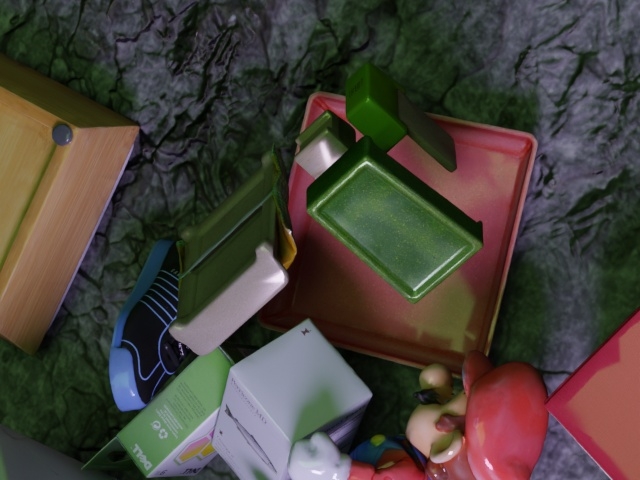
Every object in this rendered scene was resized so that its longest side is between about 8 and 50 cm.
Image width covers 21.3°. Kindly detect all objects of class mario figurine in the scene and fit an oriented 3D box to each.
[{"bbox_3d":[0.074,0.199,1.656,0.320,0.198,0.170,-33,104,18],"label":"mario figurine"}]

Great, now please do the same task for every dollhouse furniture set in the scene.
[{"bbox_3d":[0.000,0.000,1.710,0.151,0.197,0.301,38,116,-22],"label":"dollhouse furniture set"}]

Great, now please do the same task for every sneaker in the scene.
[{"bbox_3d":[-0.152,0.082,1.791,0.090,0.081,0.232,-2,45,19],"label":"sneaker"}]

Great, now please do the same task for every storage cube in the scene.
[{"bbox_3d":[0.353,0.150,1.570,0.193,0.183,0.215,-47,70,13],"label":"storage cube"}]

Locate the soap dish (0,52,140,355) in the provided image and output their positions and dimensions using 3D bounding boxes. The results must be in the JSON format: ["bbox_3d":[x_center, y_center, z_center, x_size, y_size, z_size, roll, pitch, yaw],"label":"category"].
[{"bbox_3d":[-0.364,-0.049,1.924,0.229,0.118,0.291,28,97,22],"label":"soap dish"}]

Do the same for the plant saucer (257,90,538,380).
[{"bbox_3d":[0.083,-0.006,1.772,0.259,0.048,0.258,13,90,22],"label":"plant saucer"}]

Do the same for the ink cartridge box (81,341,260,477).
[{"bbox_3d":[-0.143,0.199,1.811,0.209,0.109,0.062,-44,70,13],"label":"ink cartridge box"}]

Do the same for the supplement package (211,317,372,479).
[{"bbox_3d":[-0.032,0.180,1.717,0.105,0.179,0.105,-30,68,-26],"label":"supplement package"}]

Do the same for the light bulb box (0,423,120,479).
[{"bbox_3d":[-0.313,0.440,1.703,0.361,0.225,0.358,-56,25,9],"label":"light bulb box"}]
